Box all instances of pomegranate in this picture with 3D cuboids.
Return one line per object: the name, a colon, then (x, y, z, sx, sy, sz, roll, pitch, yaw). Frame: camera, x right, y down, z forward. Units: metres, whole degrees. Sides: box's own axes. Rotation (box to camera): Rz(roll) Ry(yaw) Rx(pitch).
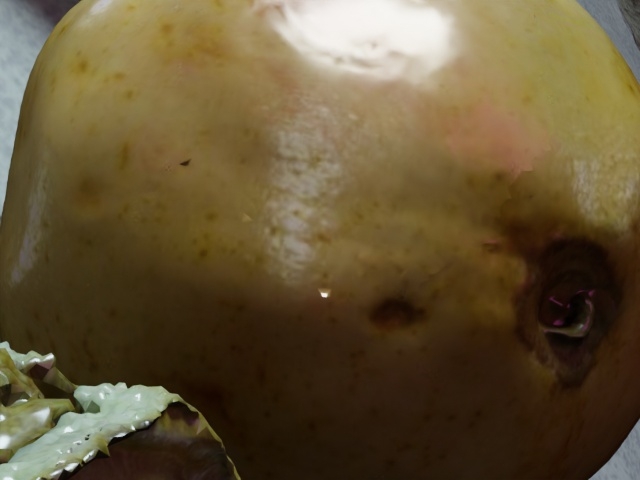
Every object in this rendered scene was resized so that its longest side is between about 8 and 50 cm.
pomegranate: (0.000, 0.000, 0.761, 0.411, 0.411, 0.412, 37, 40, -39)

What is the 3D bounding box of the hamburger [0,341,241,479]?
hamburger: (-0.166, 0.192, 0.451, 0.318, 0.195, 0.277, -22, 110, -50)
